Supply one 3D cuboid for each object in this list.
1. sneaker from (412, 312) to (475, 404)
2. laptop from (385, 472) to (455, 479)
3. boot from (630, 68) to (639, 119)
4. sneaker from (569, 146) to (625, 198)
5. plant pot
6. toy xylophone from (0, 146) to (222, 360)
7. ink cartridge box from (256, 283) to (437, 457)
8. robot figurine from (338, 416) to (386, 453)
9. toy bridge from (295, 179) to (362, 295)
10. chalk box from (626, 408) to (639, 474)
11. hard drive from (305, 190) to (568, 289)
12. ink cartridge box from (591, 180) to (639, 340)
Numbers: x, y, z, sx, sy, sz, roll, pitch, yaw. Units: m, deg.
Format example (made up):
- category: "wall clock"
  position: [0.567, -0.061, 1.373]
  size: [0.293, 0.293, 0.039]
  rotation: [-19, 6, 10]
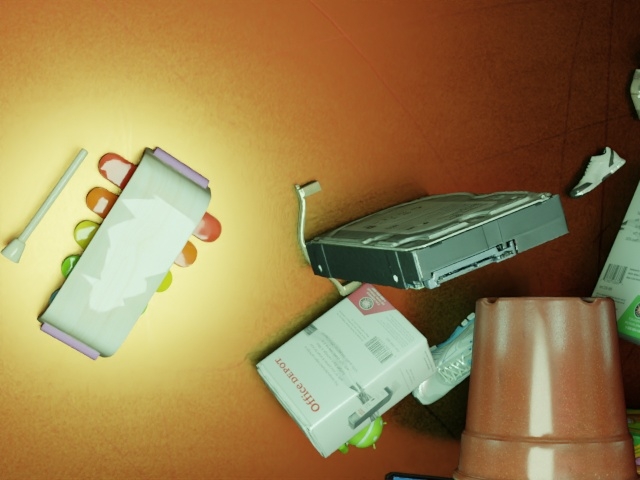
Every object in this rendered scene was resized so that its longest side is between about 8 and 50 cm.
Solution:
- category: "sneaker"
  position: [0.220, 0.186, 1.690]
  size: [0.191, 0.083, 0.071]
  rotation: [-46, 106, -5]
- category: "laptop"
  position: [0.227, 0.509, 1.692]
  size: [0.136, 0.264, 0.234]
  rotation: [6, 95, -52]
- category: "boot"
  position: [0.565, -0.242, 1.763]
  size: [0.118, 0.042, 0.087]
  rotation: [-3, 94, -15]
- category: "sneaker"
  position: [0.443, -0.109, 1.748]
  size: [0.109, 0.040, 0.044]
  rotation: [-39, 87, -12]
- category: "plant pot"
  position: [0.329, 0.214, 1.567]
  size: [0.272, 0.272, 0.265]
  rotation: [2, 86, -15]
- category: "toy xylophone"
  position: [-0.299, 0.003, 1.533]
  size: [0.236, 0.081, 0.323]
  rotation: [41, 84, -15]
- category: "ink cartridge box"
  position: [0.038, 0.190, 1.594]
  size: [0.218, 0.158, 0.092]
  rotation: [-35, 137, -10]
- category: "robot figurine"
  position: [0.046, 0.277, 1.659]
  size: [0.115, 0.067, 0.101]
  rotation: [30, 75, -16]
- category: "toy bridge"
  position: [0.000, 0.000, 1.642]
  size: [0.063, 0.026, 0.188]
  rotation: [-26, 102, -11]
- category: "chalk box"
  position: [0.588, 0.380, 1.699]
  size: [0.288, 0.180, 0.179]
  rotation: [3, 95, 12]
- category: "hard drive"
  position: [0.149, -0.006, 1.503]
  size: [0.236, 0.339, 0.064]
  rotation: [-21, 101, -22]
- category: "ink cartridge box"
  position: [0.562, 0.030, 1.698]
  size: [0.121, 0.211, 0.289]
  rotation: [23, 89, -15]
